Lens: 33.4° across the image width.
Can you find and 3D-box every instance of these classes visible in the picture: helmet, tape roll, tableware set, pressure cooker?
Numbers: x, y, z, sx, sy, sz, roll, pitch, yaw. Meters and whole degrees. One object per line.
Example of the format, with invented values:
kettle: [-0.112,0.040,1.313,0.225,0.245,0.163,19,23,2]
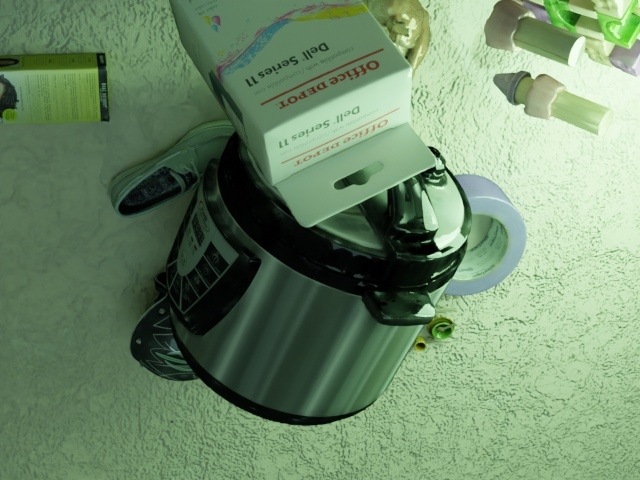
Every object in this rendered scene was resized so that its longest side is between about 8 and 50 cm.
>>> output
helmet: [-0.216,0.141,1.672,0.170,0.161,0.169,-6,122,-10]
tape roll: [0.234,-0.008,1.741,0.189,0.080,0.189,-6,122,-9]
tableware set: [0.186,0.127,1.838,0.104,0.024,0.154,1,125,-4]
pressure cooker: [0.004,-0.001,1.498,0.370,0.375,0.420,31,126,6]

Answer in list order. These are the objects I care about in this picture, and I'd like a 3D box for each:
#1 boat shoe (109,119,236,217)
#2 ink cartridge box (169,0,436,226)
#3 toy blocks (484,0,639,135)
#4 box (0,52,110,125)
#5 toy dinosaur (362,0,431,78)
boat shoe: [-0.206,-0.097,1.575,0.228,0.081,0.079,-28,123,4]
ink cartridge box: [-0.023,-0.210,1.328,0.207,0.353,0.119,-27,152,-12]
toy blocks: [0.328,-0.355,1.493,0.309,0.260,0.288,-58,149,-4]
box: [-0.409,-0.207,1.472,0.232,0.058,0.087,-5,122,-12]
toy dinosaur: [0.112,-0.315,1.508,0.127,0.200,0.295,19,149,20]
